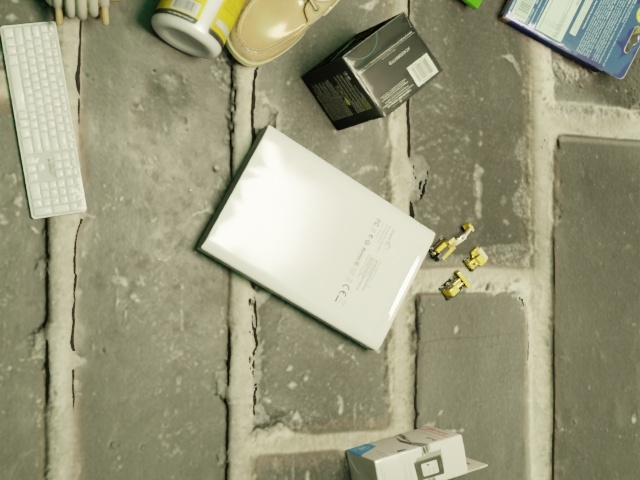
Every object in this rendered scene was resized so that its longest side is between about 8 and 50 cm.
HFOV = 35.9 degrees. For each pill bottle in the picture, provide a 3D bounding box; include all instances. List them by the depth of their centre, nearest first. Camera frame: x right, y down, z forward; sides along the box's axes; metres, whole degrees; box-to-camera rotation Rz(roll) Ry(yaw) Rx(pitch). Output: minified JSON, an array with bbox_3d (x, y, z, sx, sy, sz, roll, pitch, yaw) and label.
[{"bbox_3d":[-0.149,-0.350,1.351,0.103,0.103,0.184,28,79,-19],"label":"pill bottle"}]

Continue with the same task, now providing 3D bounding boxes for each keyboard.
[{"bbox_3d":[-0.366,-0.159,1.307,0.072,0.014,0.256,-10,92,-22],"label":"keyboard"}]

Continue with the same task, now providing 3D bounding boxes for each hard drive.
[{"bbox_3d":[0.000,0.000,1.437,0.307,0.040,0.203,32,78,-18],"label":"hard drive"}]

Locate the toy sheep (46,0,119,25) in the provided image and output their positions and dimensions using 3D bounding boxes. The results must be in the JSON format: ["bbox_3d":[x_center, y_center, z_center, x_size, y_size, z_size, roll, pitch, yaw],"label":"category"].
[{"bbox_3d":[-0.319,-0.329,1.294,0.132,0.091,0.091,-5,91,-17],"label":"toy sheep"}]

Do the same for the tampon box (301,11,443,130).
[{"bbox_3d":[0.070,-0.237,1.406,0.120,0.161,0.101,-39,103,-17],"label":"tampon box"}]

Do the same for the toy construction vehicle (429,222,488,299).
[{"bbox_3d":[0.215,0.032,1.526,0.098,0.035,0.086,-38,102,-18],"label":"toy construction vehicle"}]

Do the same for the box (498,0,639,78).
[{"bbox_3d":[0.413,-0.364,1.583,0.225,0.036,0.136,26,91,-8],"label":"box"}]

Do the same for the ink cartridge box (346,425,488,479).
[{"bbox_3d":[0.142,0.320,1.453,0.180,0.104,0.060,-12,92,-22],"label":"ink cartridge box"}]

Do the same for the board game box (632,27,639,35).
[{"bbox_3d":[0.545,-0.437,1.667,0.243,0.042,0.165,-20,96,-21],"label":"board game box"}]

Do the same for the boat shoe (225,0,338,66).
[{"bbox_3d":[-0.017,-0.369,1.407,0.302,0.098,0.109,-46,105,-17],"label":"boat shoe"}]

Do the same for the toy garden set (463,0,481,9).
[{"bbox_3d":[0.212,-0.514,1.533,0.204,0.049,0.244,33,78,-20],"label":"toy garden set"}]
